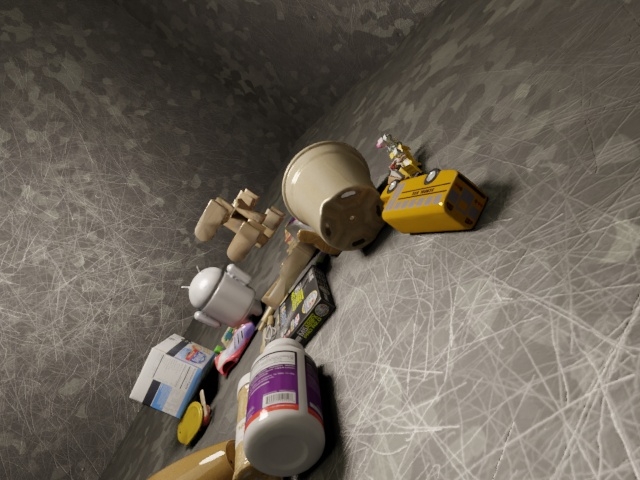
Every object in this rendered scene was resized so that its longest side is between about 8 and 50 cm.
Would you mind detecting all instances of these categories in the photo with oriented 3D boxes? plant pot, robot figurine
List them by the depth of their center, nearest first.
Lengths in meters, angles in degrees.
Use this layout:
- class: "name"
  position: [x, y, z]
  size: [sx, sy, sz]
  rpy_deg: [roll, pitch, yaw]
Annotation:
- class: "plant pot"
  position: [-0.299, 0.652, 1.133]
  size: [0.254, 0.237, 0.237]
  rpy_deg: [-41, 19, 5]
- class: "plant pot"
  position: [0.064, -0.129, 1.438]
  size: [0.334, 0.333, 0.305]
  rpy_deg: [-52, 30, 13]
- class: "robot figurine"
  position: [-0.431, 0.253, 1.915]
  size: [0.300, 0.353, 0.200]
  rpy_deg: [-55, 18, 1]

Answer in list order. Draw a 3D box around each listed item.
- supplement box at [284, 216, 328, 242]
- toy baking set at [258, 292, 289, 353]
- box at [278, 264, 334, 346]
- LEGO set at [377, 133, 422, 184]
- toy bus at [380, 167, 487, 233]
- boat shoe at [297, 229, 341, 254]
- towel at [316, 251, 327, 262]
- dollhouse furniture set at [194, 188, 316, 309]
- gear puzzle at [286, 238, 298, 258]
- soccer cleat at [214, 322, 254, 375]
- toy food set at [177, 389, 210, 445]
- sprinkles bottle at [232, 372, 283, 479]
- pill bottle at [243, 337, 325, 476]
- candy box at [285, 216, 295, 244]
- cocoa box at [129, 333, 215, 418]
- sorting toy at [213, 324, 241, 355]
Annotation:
- class: "supplement box"
  position: [-0.027, -0.069, 1.767]
  size: [0.220, 0.114, 0.111]
  rpy_deg: [-15, 37, 53]
- class: "toy baking set"
  position: [-0.192, 0.315, 1.713]
  size: [0.256, 0.030, 0.196]
  rpy_deg: [-59, 18, -10]
- class: "box"
  position: [-0.056, 0.228, 1.463]
  size: [0.216, 0.060, 0.270]
  rpy_deg: [-53, 18, 13]
- class: "LEGO set"
  position: [0.244, -0.220, 1.387]
  size: [0.107, 0.132, 0.287]
  rpy_deg: [-54, 22, 36]
- class: "toy bus"
  position: [0.267, -0.094, 1.113]
  size: [0.130, 0.108, 0.332]
  rpy_deg: [-61, 19, -12]
- class: "boat shoe"
  position: [0.000, 0.000, 1.576]
  size: [0.059, 0.170, 0.063]
  rpy_deg: [-43, -24, -78]
- class: "towel"
  position: [0.018, 0.048, 1.674]
  size: [0.083, 0.009, 0.060]
  rpy_deg: [-58, 18, -3]
- class: "dollhouse furniture set"
  position: [-0.245, 0.028, 1.628]
  size: [0.257, 0.394, 0.362]
  rpy_deg: [-57, 0, 16]
- class: "gear puzzle"
  position: [-0.077, 0.019, 1.920]
  size: [0.175, 0.044, 0.339]
  rpy_deg: [-43, 22, 16]
- class: "soccer cleat"
  position: [-0.353, 0.461, 1.832]
  size: [0.248, 0.083, 0.095]
  rpy_deg: [-49, 47, 4]
- class: "toy food set"
  position: [-0.488, 0.721, 1.728]
  size: [0.218, 0.071, 0.128]
  rpy_deg: [-53, 41, 14]
- class: "sprinkles bottle"
  position: [-0.169, 0.507, 1.167]
  size: [0.121, 0.121, 0.355]
  rpy_deg: [-53, 18, 10]
- class: "pill bottle"
  position: [-0.089, 0.389, 1.065]
  size: [0.181, 0.181, 0.323]
  rpy_deg: [-51, 18, 15]
- class: "candy box"
  position: [-0.129, -0.060, 2.182]
  size: [0.109, 0.053, 0.187]
  rpy_deg: [-50, 17, 18]
- class: "cocoa box"
  position: [-0.637, 0.588, 1.910]
  size: [0.347, 0.227, 0.232]
  rpy_deg: [146, 148, -85]
- class: "sorting toy"
  position: [-0.427, 0.427, 2.103]
  size: [0.348, 0.047, 0.196]
  rpy_deg: [-60, 18, -13]
